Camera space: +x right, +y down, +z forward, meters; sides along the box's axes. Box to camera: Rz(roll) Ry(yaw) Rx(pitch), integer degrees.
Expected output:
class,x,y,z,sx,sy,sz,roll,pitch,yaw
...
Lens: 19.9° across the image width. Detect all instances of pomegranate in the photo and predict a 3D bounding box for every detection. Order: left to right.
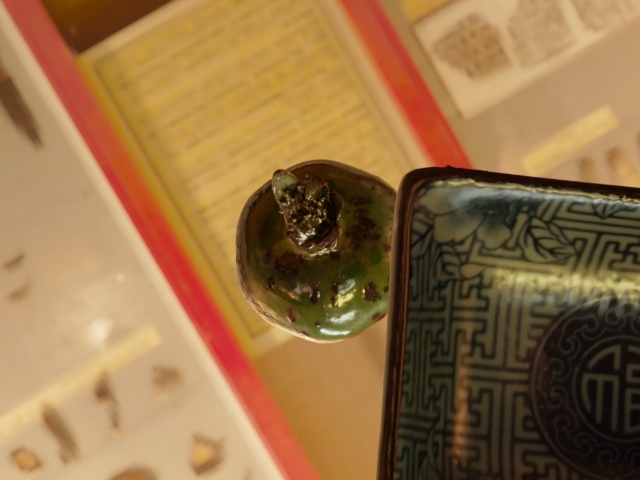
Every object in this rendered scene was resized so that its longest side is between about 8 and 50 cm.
class,x,y,z,sx,sy,sz,roll,pitch,yaw
pomegranate,0.000,0.000,1.165,0.122,0.122,0.161,-30,157,-2

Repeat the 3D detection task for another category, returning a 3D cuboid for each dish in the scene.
class,x,y,z,sx,sy,sz,roll,pitch,yaw
dish,0.139,0.070,0.829,0.243,0.182,0.080,5,173,-11
